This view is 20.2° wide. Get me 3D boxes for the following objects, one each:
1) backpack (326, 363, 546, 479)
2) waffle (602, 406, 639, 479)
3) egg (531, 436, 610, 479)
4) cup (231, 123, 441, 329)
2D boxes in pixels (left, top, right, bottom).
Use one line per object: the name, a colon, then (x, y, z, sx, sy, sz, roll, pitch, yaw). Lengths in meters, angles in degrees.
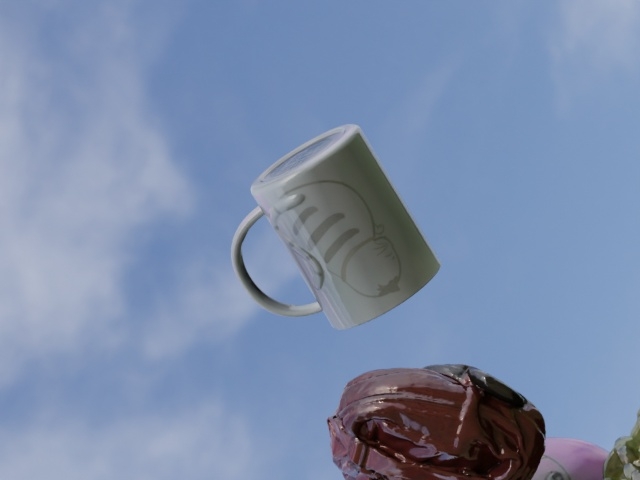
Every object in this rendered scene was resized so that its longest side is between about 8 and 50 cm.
backpack: (0.111, 0.212, 1.851, 0.229, 0.229, 0.139, 61, -141, -47)
waffle: (0.360, 0.209, 1.774, 0.292, 0.056, 0.309, -56, 7, -31)
egg: (0.231, 0.323, 2.028, 0.196, 0.271, 0.196, 54, -158, -33)
cup: (0.005, 0.000, 1.375, 0.136, 0.099, 0.133, -34, -77, -12)
